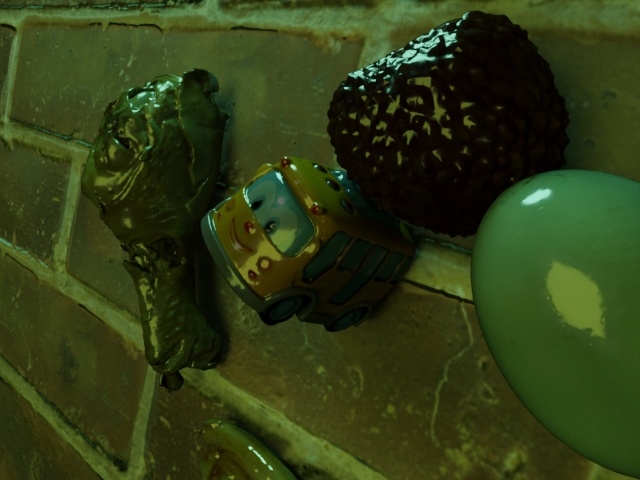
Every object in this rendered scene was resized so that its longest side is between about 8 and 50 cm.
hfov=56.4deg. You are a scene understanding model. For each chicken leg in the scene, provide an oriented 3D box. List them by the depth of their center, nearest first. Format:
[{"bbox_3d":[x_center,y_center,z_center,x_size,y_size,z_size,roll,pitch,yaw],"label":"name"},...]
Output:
[{"bbox_3d":[-0.205,-0.010,0.802,0.153,0.202,0.429,165,98,-69],"label":"chicken leg"}]

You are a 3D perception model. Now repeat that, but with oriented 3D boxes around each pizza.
[{"bbox_3d":[-0.084,0.379,0.711,0.323,0.089,0.223,45,113,34],"label":"pizza"}]

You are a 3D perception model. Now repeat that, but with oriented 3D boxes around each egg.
[{"bbox_3d":[0.201,0.055,0.411,0.168,0.168,0.230,-39,86,33],"label":"egg"}]

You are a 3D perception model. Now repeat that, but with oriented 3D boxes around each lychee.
[{"bbox_3d":[0.112,-0.089,0.509,0.188,0.188,0.188,-3,86,41],"label":"lychee"}]

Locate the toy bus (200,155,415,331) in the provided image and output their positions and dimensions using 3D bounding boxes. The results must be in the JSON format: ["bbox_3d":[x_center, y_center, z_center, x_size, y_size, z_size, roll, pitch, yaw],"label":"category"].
[{"bbox_3d":[0.000,0.000,0.580,0.136,0.209,0.126,-44,59,19],"label":"toy bus"}]
